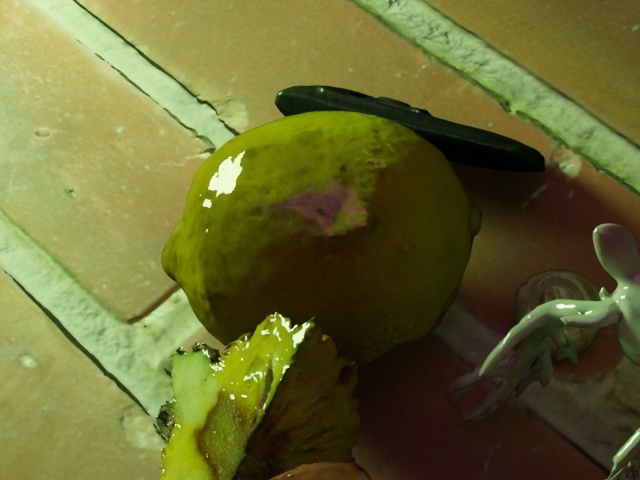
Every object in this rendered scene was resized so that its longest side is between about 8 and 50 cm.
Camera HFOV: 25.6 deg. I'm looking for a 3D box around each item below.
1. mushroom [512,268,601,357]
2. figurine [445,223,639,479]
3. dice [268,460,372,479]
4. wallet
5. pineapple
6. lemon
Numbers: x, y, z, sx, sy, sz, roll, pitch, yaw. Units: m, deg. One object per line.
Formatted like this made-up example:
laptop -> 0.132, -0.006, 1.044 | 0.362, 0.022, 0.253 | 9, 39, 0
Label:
mushroom -> 0.213, 0.064, 1.261 | 0.084, 0.067, 0.083 | -1, 63, 2
figurine -> 0.294, 0.101, 1.136 | 0.316, 0.284, 0.206 | -6, 45, -30
dice -> 0.001, 0.288, 1.071 | 0.179, 0.174, 0.175 | -34, 54, -16
wallet -> 0.091, -0.108, 1.355 | 0.245, 0.168, 0.052 | 14, 91, 16
pineapple -> -0.061, 0.168, 1.194 | 0.164, 0.140, 0.249 | 26, 91, 51
lemon -> 0.000, 0.000, 1.247 | 0.288, 0.233, 0.233 | -10, 53, 5
